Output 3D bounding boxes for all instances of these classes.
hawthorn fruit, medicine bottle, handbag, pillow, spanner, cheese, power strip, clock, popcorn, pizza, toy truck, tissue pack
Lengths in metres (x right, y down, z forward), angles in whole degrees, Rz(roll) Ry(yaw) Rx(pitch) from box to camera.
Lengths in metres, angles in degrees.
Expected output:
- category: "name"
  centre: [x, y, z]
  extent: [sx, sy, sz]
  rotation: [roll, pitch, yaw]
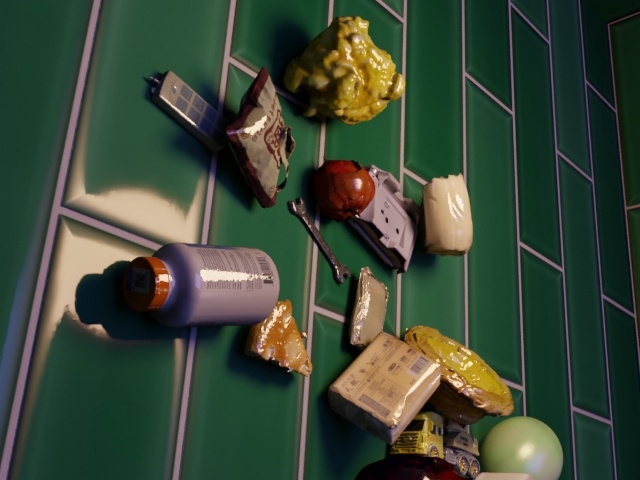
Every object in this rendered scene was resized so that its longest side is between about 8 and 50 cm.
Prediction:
- category: "hawthorn fruit"
  centre: [0.050, -0.135, 1.933]
  extent: [0.148, 0.148, 0.172]
  rotation: [7, 50, -49]
- category: "medicine bottle"
  centre: [-0.225, 0.085, 1.513]
  extent: [0.289, 0.157, 0.157]
  rotation: [6, 74, -49]
- category: "handbag"
  centre: [-0.125, -0.221, 1.734]
  extent: [0.235, 0.127, 0.213]
  rotation: [66, 32, -46]
- category: "pillow"
  centre: [0.118, 0.178, 1.969]
  extent: [0.119, 0.053, 0.208]
  rotation: [38, 52, -40]
- category: "spanner"
  centre: [0.000, 0.000, 1.918]
  extent: [0.254, 0.015, 0.054]
  rotation: [57, 43, -21]
- category: "cheese"
  centre: [0.335, -0.072, 2.175]
  extent: [0.266, 0.127, 0.233]
  rotation: [82, 4, -81]
- category: "medicine bottle"
  centre: [0.279, 0.598, 1.763]
  extent: [0.242, 0.395, 0.242]
  rotation: [16, 70, -50]
- category: "power strip"
  centre: [-0.270, -0.272, 1.677]
  extent: [0.227, 0.029, 0.080]
  rotation: [40, 50, -35]
- category: "clock"
  centre: [0.172, -0.054, 2.087]
  extent: [0.253, 0.083, 0.186]
  rotation: [46, 48, -31]
- category: "popcorn"
  centre: [0.063, -0.394, 1.956]
  extent: [0.250, 0.242, 0.235]
  rotation: [44, 31, -17]
- category: "pizza"
  centre: [-0.083, 0.225, 1.708]
  extent: [0.194, 0.069, 0.154]
  rotation: [55, 43, -32]
- category: "toy truck"
  centre: [0.293, 0.502, 2.013]
  extent: [0.272, 0.124, 0.157]
  rotation: [29, 57, -41]
- category: "tissue pack"
  centre: [0.147, 0.333, 1.829]
  extent: [0.222, 0.186, 0.090]
  rotation: [-45, 148, -34]

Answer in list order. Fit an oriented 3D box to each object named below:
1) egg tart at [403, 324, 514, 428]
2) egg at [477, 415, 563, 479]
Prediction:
- category: "egg tart"
  centre: [0.329, 0.352, 2.031]
  extent: [0.345, 0.132, 0.345]
  rotation: [36, 12, -9]
- category: "egg"
  centre: [0.545, 0.604, 2.201]
  extent: [0.270, 0.220, 0.220]
  rotation: [-38, 107, -48]
